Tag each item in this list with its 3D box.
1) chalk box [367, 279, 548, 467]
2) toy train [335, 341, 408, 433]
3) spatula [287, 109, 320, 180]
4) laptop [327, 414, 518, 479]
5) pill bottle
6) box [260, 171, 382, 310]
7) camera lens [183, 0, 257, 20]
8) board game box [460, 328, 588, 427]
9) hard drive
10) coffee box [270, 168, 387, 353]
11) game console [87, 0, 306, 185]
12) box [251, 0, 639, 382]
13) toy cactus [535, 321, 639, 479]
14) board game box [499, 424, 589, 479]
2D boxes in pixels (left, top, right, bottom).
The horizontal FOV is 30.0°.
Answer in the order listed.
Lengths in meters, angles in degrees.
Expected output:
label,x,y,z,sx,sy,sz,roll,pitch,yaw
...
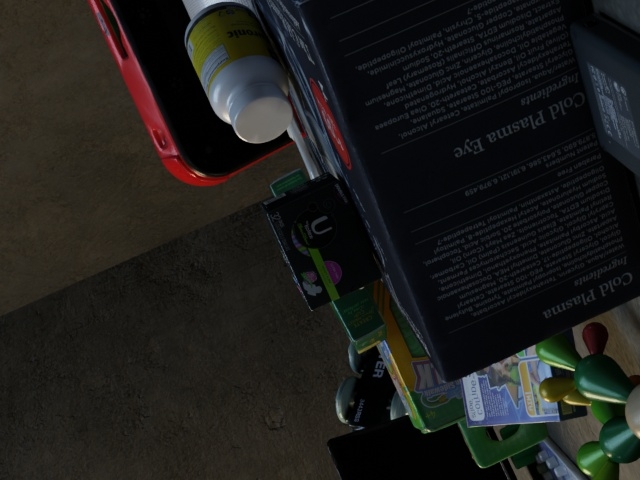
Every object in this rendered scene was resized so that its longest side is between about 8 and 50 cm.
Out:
label,x,y,z,sx,sy,sz,roll,pitch,yaw
chalk box,0.160,0.111,1.355,0.179,0.180,0.289,82,162,-82
toy train,0.132,0.212,1.964,0.190,0.142,0.334,52,-131,-51
spatula,-0.017,-0.076,1.073,0.242,0.019,0.168,-111,-1,-51
laptop,0.207,0.453,1.777,0.408,0.236,0.382,70,177,-72
pill bottle,-0.063,-0.132,0.945,0.065,0.065,0.116,69,176,-51
box,0.000,0.000,0.906,0.052,0.062,0.083,-129,14,-77
camera lens,-0.060,-0.319,1.418,0.219,0.219,0.274,-133,19,-82
board game box,0.170,0.067,1.096,0.136,0.035,0.201,-18,79,58
hard drive,0.194,-0.073,0.706,0.135,0.022,0.094,-118,5,-62
coffee box,0.010,0.025,1.233,0.184,0.040,0.113,61,177,14
game console,-0.115,-0.298,1.564,0.060,0.342,0.386,5,123,58
box,0.076,-0.124,0.925,0.343,0.179,0.312,-118,3,-61
toy cactus,0.255,0.147,0.923,0.180,0.112,0.219,111,141,-59
board game box,0.374,0.463,1.611,0.390,0.050,0.390,-126,12,-78
